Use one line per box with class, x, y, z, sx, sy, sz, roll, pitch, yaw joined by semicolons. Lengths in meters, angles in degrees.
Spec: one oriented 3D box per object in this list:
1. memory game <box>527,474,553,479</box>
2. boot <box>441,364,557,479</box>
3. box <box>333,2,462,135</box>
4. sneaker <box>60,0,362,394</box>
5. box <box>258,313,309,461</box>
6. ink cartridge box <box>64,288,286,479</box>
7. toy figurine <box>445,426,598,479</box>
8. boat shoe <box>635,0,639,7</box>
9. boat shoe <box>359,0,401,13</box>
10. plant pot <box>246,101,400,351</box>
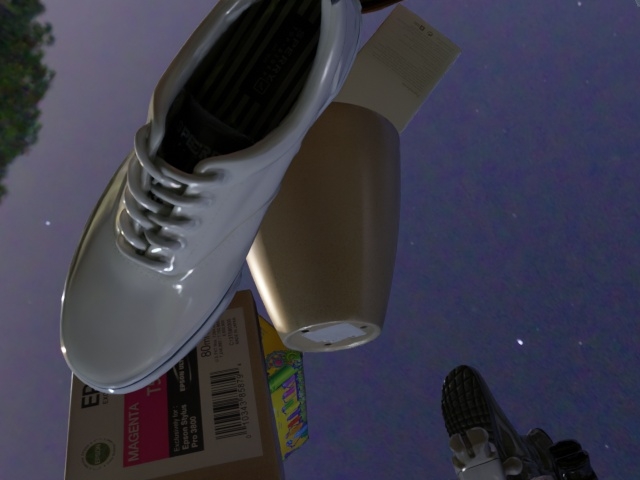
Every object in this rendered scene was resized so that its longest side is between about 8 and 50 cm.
memory game;0.039;0.169;0.342;0.186;0.186;0.012;-39;-114;13
boot;0.282;0.302;1.034;0.083;0.161;0.246;-38;-117;38
box;0.109;-0.283;1.446;0.345;0.168;0.215;-54;-179;-23
sneaker;-0.069;-0.033;0.350;0.094;0.091;0.258;30;-84;7
box;-0.180;0.301;1.162;0.279;0.290;0.177;-36;-125;-29
ink cartridge box;-0.142;0.174;0.681;0.193;0.088;0.234;-11;-135;-6
toy figurine;0.209;0.330;0.780;0.209;0.148;0.213;-7;-159;45
boat shoe;0.493;-0.429;0.888;0.113;0.306;0.105;20;-108;20
boat shoe;0.171;-0.519;1.334;0.324;0.123;0.116;-13;-124;38
plant pot;0.000;0.000;0.927;0.256;0.256;0.274;-21;-119;28
